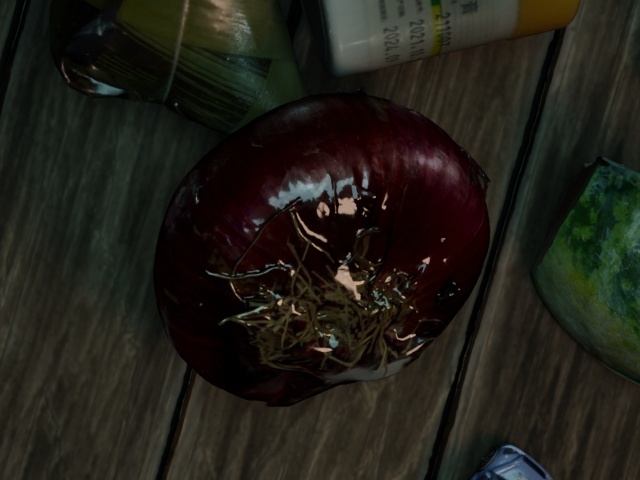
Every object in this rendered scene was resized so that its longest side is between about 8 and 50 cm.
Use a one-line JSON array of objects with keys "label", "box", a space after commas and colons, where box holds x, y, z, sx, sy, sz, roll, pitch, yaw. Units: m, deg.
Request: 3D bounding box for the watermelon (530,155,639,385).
[{"label": "watermelon", "box": [0.364, 0.040, 1.504, 0.305, 0.224, 0.180, 26, 50, -1]}]

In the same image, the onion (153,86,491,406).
[{"label": "onion", "box": [0.000, 0.000, 1.425, 0.314, 0.232, 0.314, -12, 134, -13]}]

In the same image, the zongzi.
[{"label": "zongzi", "box": [-0.055, -0.228, 1.447, 0.318, 0.154, 0.289, 25, 118, -16]}]

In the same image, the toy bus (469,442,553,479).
[{"label": "toy bus", "box": [0.152, 0.274, 1.516, 0.073, 0.076, 0.167, 41, 87, -3]}]

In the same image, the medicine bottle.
[{"label": "medicine bottle", "box": [0.091, -0.280, 1.434, 0.232, 0.238, 0.238, -15, 91, -4]}]
